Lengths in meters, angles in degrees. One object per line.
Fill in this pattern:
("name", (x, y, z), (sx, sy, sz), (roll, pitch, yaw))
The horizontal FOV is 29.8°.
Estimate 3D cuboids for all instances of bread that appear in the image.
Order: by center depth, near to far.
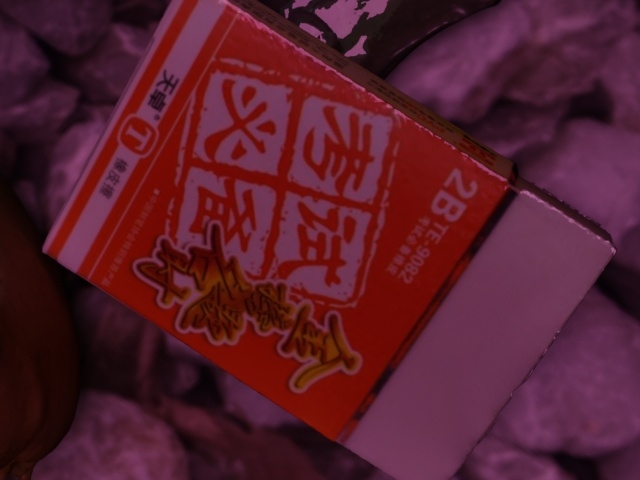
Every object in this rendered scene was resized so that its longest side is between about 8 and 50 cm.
("bread", (-0.197, 0.077, 0.591), (0.174, 0.133, 0.251), (-29, 38, 6))

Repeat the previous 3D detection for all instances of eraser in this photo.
("eraser", (0.000, 0.000, 0.569), (0.230, 0.038, 0.157), (32, 109, 2))

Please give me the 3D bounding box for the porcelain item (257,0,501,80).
("porcelain item", (0.002, -0.096, 0.600), (0.216, 0.069, 0.081), (-41, 97, 5))
